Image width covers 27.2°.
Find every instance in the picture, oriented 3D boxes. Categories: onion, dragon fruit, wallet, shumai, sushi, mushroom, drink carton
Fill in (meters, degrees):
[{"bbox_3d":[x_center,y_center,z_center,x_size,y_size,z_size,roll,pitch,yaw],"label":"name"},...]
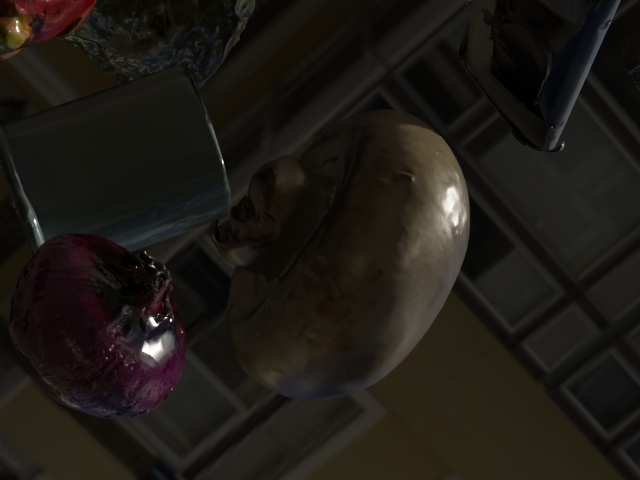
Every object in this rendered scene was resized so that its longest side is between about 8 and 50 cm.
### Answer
[{"bbox_3d":[-0.122,0.046,0.763,0.104,0.115,0.115,-42,-167,24],"label":"onion"},{"bbox_3d":[-0.350,-0.308,1.451,0.227,0.224,0.224,1,-136,52],"label":"dragon fruit"},{"bbox_3d":[0.206,-0.209,1.330,0.069,0.170,0.231,-27,151,-26],"label":"wallet"},{"bbox_3d":[-0.263,-0.377,1.731,0.397,0.323,0.324,-16,-118,55],"label":"shumai"},{"bbox_3d":[0.427,-0.217,1.635,0.084,0.083,0.056,-18,-138,23],"label":"sushi"},{"bbox_3d":[0.000,0.000,1.541,0.362,0.294,0.362,-53,-163,25],"label":"mushroom"},{"bbox_3d":[-0.186,-0.055,1.174,0.189,0.186,0.191,-16,167,-11],"label":"drink carton"}]
